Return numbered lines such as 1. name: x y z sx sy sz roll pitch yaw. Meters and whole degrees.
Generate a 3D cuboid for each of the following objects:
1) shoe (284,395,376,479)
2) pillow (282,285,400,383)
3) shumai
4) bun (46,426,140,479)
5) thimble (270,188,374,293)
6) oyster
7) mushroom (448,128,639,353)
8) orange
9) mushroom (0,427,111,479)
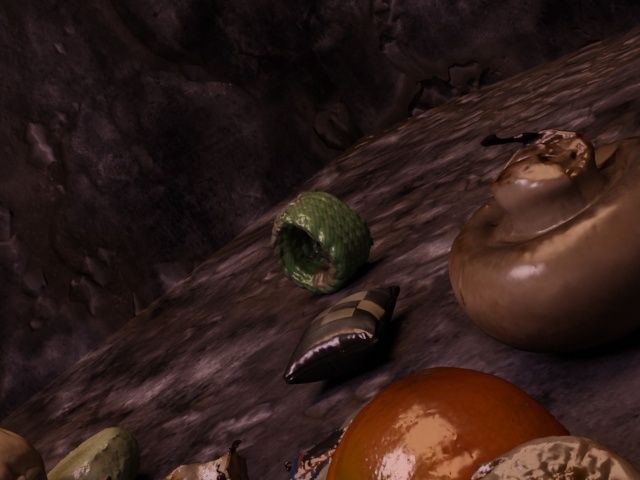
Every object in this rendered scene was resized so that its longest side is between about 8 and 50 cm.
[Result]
1. shoe: 0.017 0.298 1.327 0.125 0.099 0.227 -17 23 44
2. pillow: 0.044 0.163 1.794 0.186 0.106 0.250 -27 9 21
3. shumai: 0.218 0.269 0.893 0.201 0.120 0.201 -10 60 17
4. bun: -0.402 0.428 1.846 0.195 0.118 0.195 -33 6 4
5. thimble: 0.000 0.000 2.295 0.219 0.219 0.150 -19 19 48
6. oyster: -0.140 0.348 1.293 0.198 0.133 0.337 -42 14 -19
7. mushroom: 0.327 -0.024 1.359 0.362 0.294 0.362 -29 12 7
8. orange: 0.140 0.260 1.096 0.274 0.274 0.310 -35 39 -11
9. mushroom: -0.493 0.456 1.651 0.336 0.314 0.314 -5 17 9
